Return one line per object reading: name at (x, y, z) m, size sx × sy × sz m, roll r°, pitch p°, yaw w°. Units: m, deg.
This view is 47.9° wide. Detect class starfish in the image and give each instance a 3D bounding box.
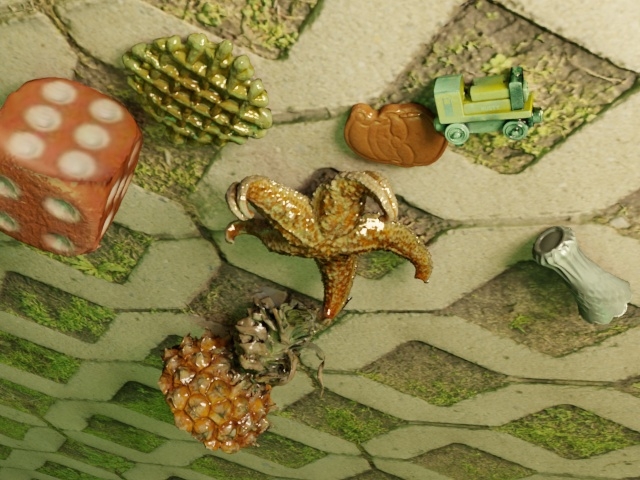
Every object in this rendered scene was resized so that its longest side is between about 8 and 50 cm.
starfish at (-0.002, 0.004, 1.029) m, size 0.312 × 0.113 × 0.303 m, roll 1°, pitch 142°, yaw 15°

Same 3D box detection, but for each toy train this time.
toy train at (0.183, -0.149, 0.802) m, size 0.122 × 0.050 × 0.081 m, roll -3°, pitch 131°, yaw 23°

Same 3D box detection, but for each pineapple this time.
pineapple at (-0.122, 0.211, 1.296) m, size 0.263 × 0.262 × 0.272 m, roll 33°, pitch 121°, yaw -22°

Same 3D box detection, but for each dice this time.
dice at (-0.348, -0.099, 0.960) m, size 0.174 × 0.174 × 0.179 m, roll 22°, pitch 145°, yaw -7°

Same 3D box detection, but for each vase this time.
vase at (0.348, 0.043, 0.975) m, size 0.149 × 0.081 × 0.081 m, roll 40°, pitch 138°, yaw -26°

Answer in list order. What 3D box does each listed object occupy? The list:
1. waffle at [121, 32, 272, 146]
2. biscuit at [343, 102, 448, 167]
waffle at (-0.151, -0.182, 0.892) m, size 0.184 × 0.036 × 0.169 m, roll -3°, pitch 139°, yaw 24°
biscuit at (0.093, -0.128, 0.886) m, size 0.131 × 0.019 × 0.102 m, roll 7°, pitch 145°, yaw 11°
